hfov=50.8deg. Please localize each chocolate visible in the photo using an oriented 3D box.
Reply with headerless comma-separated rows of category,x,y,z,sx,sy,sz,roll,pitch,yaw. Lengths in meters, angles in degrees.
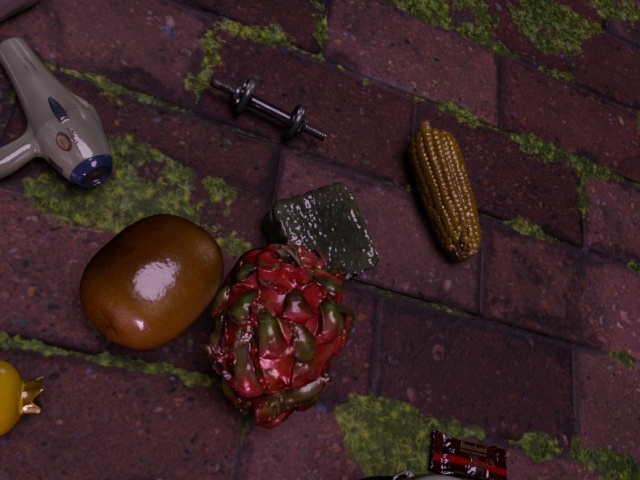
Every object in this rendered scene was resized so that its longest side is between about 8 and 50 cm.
chocolate,0.292,0.428,1.310,0.182,0.028,0.086,20,61,-16

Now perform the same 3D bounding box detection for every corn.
corn,0.271,-0.110,1.461,0.119,0.119,0.322,-12,81,-29

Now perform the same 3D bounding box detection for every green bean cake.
green bean cake,0.000,0.000,1.294,0.183,0.094,0.185,-20,81,-31

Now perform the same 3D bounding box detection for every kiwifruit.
kiwifruit,-0.264,0.059,1.086,0.196,0.196,0.234,40,55,-7

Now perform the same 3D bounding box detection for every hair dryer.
hair dryer,-0.521,-0.209,1.132,0.298,0.119,0.296,-11,69,-16

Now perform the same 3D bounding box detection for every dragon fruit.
dragon fruit,-0.071,0.152,1.115,0.231,0.237,0.303,19,89,-7

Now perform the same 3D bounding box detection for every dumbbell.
dumbbell,-0.102,-0.263,1.353,0.254,0.081,0.081,24,62,-16

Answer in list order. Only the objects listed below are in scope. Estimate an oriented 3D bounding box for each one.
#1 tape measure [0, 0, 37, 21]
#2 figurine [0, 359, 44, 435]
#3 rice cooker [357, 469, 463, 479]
tape measure,-0.628,-0.470,1.151,0.265,0.130,0.258,45,60,-4
figurine,-0.518,0.251,0.937,0.234,0.127,0.185,17,76,-34
rice cooker,0.146,0.514,1.060,0.288,0.277,0.288,9,68,-24
